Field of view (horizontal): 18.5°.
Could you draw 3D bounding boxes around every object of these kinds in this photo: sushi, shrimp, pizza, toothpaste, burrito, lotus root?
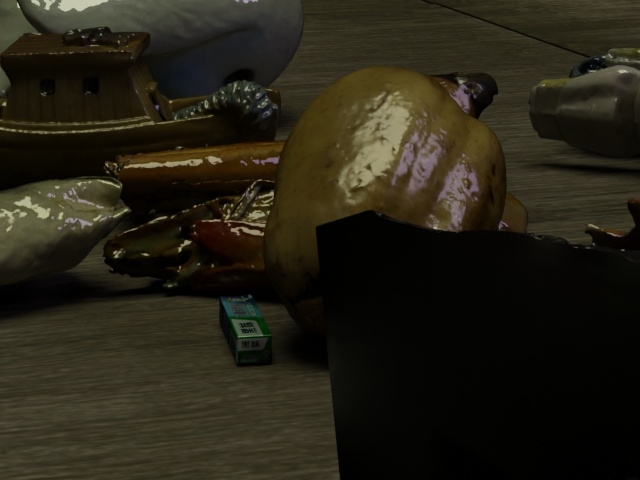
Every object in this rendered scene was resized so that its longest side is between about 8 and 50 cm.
[{"bbox_3d":[0.118,0.058,0.787,0.172,0.153,0.150,-17,-18,39],"label":"sushi"},{"bbox_3d":[0.000,-0.001,1.197,0.267,0.061,0.145,-2,23,-15],"label":"shrimp"},{"bbox_3d":[-0.072,-0.038,1.318,0.201,0.053,0.193,-7,5,-28],"label":"pizza"},{"bbox_3d":[-0.041,0.048,1.078,0.020,0.017,0.083,-2,14,-9],"label":"toothpaste"},{"bbox_3d":[-0.234,0.014,1.120,0.275,0.059,0.082,-16,-7,-40],"label":"burrito"},{"bbox_3d":[0.040,-0.029,1.101,0.118,0.125,0.221,-17,34,36],"label":"lotus root"}]

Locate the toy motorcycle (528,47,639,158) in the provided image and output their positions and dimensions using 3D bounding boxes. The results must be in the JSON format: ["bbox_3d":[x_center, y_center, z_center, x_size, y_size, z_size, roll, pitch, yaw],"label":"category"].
[{"bbox_3d":[0.327,-0.098,1.477,0.340,0.108,0.223,7,24,29],"label":"toy motorcycle"}]

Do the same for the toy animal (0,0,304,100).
[{"bbox_3d":[-0.163,-0.197,1.743,0.289,0.174,0.249,-4,15,-7],"label":"toy animal"}]

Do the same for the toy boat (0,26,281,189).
[{"bbox_3d":[-0.187,-0.099,1.467,0.321,0.121,0.089,1,20,6],"label":"toy boat"}]
